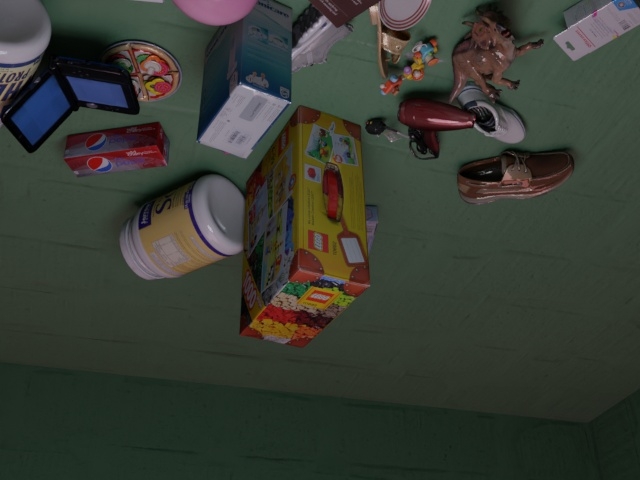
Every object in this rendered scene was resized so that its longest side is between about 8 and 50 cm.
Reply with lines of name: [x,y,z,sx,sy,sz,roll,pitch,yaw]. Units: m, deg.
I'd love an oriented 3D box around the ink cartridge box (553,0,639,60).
ink cartridge box: [0.621,-0.494,1.797,0.181,0.061,0.104,-28,137,34]

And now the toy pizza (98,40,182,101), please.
toy pizza: [-0.438,-0.402,1.943,0.201,0.032,0.201,0,146,0]

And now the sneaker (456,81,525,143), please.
sneaker: [0.437,-0.303,2.052,0.258,0.091,0.094,27,137,-34]

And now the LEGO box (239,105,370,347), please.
LEGO box: [-0.049,-0.028,2.087,0.193,0.500,0.372,15,143,-22]

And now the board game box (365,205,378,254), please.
board game box: [0.000,0.000,2.517,0.318,0.066,0.318,3,146,-6]

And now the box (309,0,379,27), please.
box: [0.057,-0.569,1.582,0.203,0.167,0.168,-25,139,31]

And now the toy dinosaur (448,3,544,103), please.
toy dinosaur: [0.369,-0.433,1.844,0.200,0.127,0.296,29,151,-24]

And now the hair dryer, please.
hair dryer: [0.279,-0.294,2.049,0.223,0.080,0.293,20,166,-31]

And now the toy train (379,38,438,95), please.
toy train: [0.217,-0.400,1.888,0.125,0.046,0.166,-29,167,-45]

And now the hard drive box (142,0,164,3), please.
hard drive box: [-0.430,-0.587,1.618,0.232,0.089,0.181,5,146,-7]

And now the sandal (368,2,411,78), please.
sandal: [0.165,-0.463,1.813,0.079,0.088,0.240,-3,142,14]

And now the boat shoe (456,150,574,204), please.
boat shoe: [0.532,-0.185,2.208,0.324,0.123,0.116,-15,142,17]

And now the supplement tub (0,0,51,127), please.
supplement tub: [-0.748,-0.401,1.759,0.235,0.235,0.325,18,142,-26]

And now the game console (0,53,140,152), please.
game console: [-0.573,-0.299,1.879,0.250,0.173,0.293,9,170,-6]

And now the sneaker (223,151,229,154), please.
sneaker: [-0.221,-0.292,2.081,0.077,0.072,0.178,35,128,-26]

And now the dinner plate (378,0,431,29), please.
dinner plate: [0.183,-0.526,1.737,0.141,0.017,0.141,-18,133,-21]

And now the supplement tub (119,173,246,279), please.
supplement tub: [-0.389,-0.030,2.312,0.331,0.241,0.241,-21,141,27]

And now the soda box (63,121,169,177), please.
soda box: [-0.541,-0.241,2.135,0.263,0.083,0.092,-7,146,8]

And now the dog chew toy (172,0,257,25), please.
dog chew toy: [-0.160,-0.578,1.551,0.206,0.206,0.332,26,127,-34]

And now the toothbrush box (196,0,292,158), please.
toothbrush box: [-0.166,-0.367,1.766,0.126,0.295,0.216,17,141,-26]

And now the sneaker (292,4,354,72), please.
sneaker: [-0.040,-0.426,1.849,0.115,0.105,0.281,25,138,-33]
